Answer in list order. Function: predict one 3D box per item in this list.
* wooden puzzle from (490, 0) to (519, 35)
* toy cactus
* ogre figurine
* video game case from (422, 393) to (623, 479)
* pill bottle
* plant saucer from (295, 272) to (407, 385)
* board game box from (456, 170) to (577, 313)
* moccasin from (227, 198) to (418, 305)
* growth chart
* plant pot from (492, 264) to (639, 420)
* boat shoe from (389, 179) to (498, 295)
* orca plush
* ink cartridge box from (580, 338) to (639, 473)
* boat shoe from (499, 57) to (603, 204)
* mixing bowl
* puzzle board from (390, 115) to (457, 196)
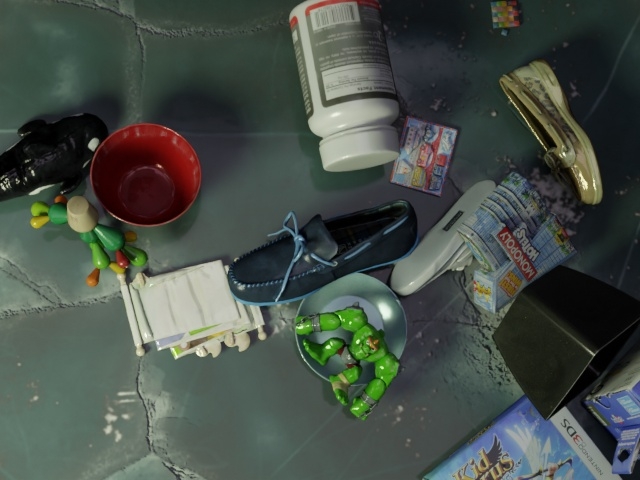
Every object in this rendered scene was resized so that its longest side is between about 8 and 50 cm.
[{"bbox_3d":[0.341,-0.419,2.007,0.049,0.006,0.083,-5,82,-7],"label":"wooden puzzle"},{"bbox_3d":[-0.391,-0.018,1.776,0.219,0.180,0.112,35,72,11],"label":"toy cactus"},{"bbox_3d":[0.053,0.187,1.802,0.118,0.097,0.197,-36,70,7],"label":"ogre figurine"},{"bbox_3d":[0.354,0.420,1.849,0.269,0.061,0.244,-37,86,-10],"label":"video game case"},{"bbox_3d":[0.047,-0.271,1.874,0.161,0.161,0.283,-9,83,-8],"label":"pill bottle"},{"bbox_3d":[0.051,0.153,1.869,0.194,0.037,0.195,1,80,-7],"label":"plant saucer"},{"bbox_3d":[0.323,0.018,1.861,0.194,0.060,0.194,-47,125,-9],"label":"board game box"},{"bbox_3d":[0.000,0.000,1.835,0.341,0.117,0.138,-22,54,-16],"label":"moccasin"},{"bbox_3d":[-0.218,0.119,1.854,0.237,0.021,0.172,-9,83,-8],"label":"growth chart"},{"bbox_3d":[0.404,0.154,1.820,0.167,0.188,0.187,43,45,22],"label":"plant pot"},{"bbox_3d":[0.233,0.012,1.886,0.258,0.095,0.084,-43,120,2],"label":"boat shoe"},{"bbox_3d":[-0.495,-0.149,1.810,0.287,0.102,0.151,-15,69,-10],"label":"orca plush"},{"bbox_3d":[0.603,0.218,1.802,0.395,0.270,0.151,-41,82,-10],"label":"ink cartridge box"},{"bbox_3d":[0.415,-0.184,1.937,0.089,0.104,0.285,-22,74,-5],"label":"boat shoe"},{"bbox_3d":[-0.293,-0.097,1.835,0.181,0.098,0.182,2,74,-8],"label":"mixing bowl"},{"bbox_3d":[0.186,-0.152,1.946,0.096,0.011,0.128,16,79,-4],"label":"puzzle board"}]
